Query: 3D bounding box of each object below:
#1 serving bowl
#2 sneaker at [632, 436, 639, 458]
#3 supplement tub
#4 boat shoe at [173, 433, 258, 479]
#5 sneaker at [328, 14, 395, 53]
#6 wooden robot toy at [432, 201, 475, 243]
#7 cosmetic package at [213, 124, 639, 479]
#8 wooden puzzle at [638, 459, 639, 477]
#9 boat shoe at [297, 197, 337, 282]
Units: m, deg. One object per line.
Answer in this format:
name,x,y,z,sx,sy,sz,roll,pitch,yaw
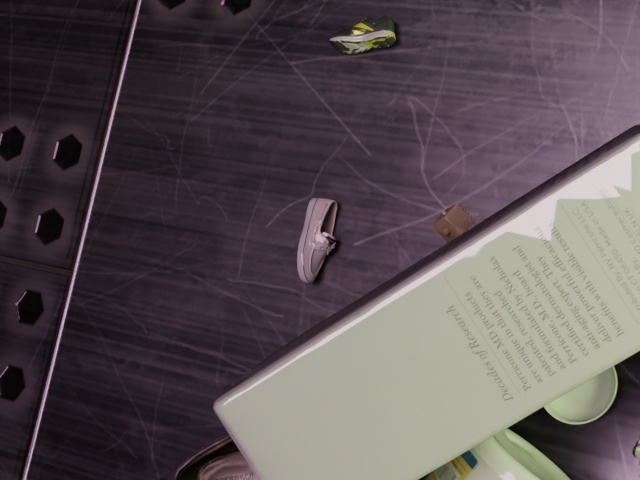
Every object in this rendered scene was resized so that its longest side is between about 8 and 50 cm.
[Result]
serving bowl,0.262,0.145,1.378,0.083,0.027,0.083,-6,76,27
sneaker,0.380,0.144,1.300,0.083,0.071,0.191,31,97,17
supplement tub,0.149,0.292,1.341,0.144,0.144,0.200,42,100,29
boat shoe,-0.031,0.236,1.481,0.285,0.092,0.103,-20,70,24
sneaker,0.050,-0.239,1.578,0.083,0.031,0.035,-2,65,24
wooden robot toy,0.203,0.015,1.425,0.173,0.076,0.079,36,57,7
cosmetic package,0.147,0.080,1.272,0.453,0.230,0.161,-32,89,14
wooden puzzle,0.350,0.228,1.325,0.083,0.006,0.049,-14,73,26
boat shoe,0.000,0.000,1.549,0.035,0.035,0.100,3,74,32
